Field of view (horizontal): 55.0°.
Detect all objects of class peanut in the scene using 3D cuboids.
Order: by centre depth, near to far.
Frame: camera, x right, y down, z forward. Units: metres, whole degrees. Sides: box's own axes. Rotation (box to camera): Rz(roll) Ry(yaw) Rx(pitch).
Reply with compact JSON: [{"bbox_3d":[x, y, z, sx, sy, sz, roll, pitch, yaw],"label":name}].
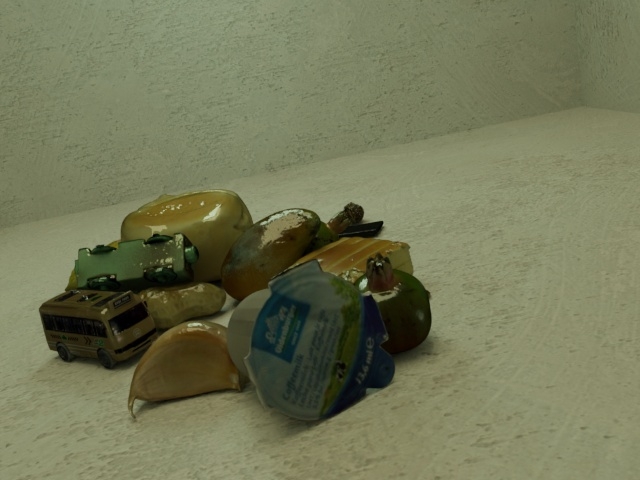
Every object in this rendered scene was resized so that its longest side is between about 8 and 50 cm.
[{"bbox_3d":[-0.358,0.165,1.569,0.237,0.110,0.120,-7,4,-14],"label":"peanut"}]

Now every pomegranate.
[{"bbox_3d":[0.129,0.117,1.195,0.180,0.209,0.180,-6,32,4],"label":"pomegranate"},{"bbox_3d":[0.000,0.000,1.719,0.205,0.159,0.159,-44,15,8],"label":"pomegranate"}]

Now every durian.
[{"bbox_3d":[0.118,-0.100,2.158,0.080,0.080,0.091,-2,40,31],"label":"durian"}]

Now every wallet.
[{"bbox_3d":[0.082,-0.029,2.039,0.245,0.025,0.124,-8,17,19],"label":"wallet"}]

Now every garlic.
[{"bbox_3d":[-0.259,0.248,1.214,0.245,0.145,0.164,-15,48,-5],"label":"garlic"}]

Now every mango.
[{"bbox_3d":[-0.132,0.029,1.618,0.316,0.146,0.192,-45,53,7],"label":"mango"}]

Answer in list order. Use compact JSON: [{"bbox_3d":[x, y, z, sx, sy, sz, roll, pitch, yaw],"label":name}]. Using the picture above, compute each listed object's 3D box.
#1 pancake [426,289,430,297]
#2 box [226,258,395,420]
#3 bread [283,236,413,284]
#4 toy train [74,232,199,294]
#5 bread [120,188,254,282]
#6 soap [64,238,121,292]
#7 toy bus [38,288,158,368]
[{"bbox_3d":[0.203,0.131,1.442,0.115,0.011,0.115,-11,16,3],"label":"pancake"},{"bbox_3d":[-0.032,0.181,1.123,0.291,0.262,0.206,22,-13,-28],"label":"box"},{"bbox_3d":[0.074,0.078,1.538,0.246,0.110,0.239,-26,20,-38],"label":"bread"},{"bbox_3d":[-0.473,0.072,1.619,0.327,0.129,0.159,-10,-23,3],"label":"toy train"},{"bbox_3d":[-0.387,0.000,1.867,0.377,0.252,0.348,-14,23,4],"label":"bread"},{"bbox_3d":[-0.662,0.055,2.122,0.428,0.115,0.306,-16,14,-12],"label":"soap"},{"bbox_3d":[-0.535,0.199,1.475,0.290,0.157,0.139,0,21,36],"label":"toy bus"}]
